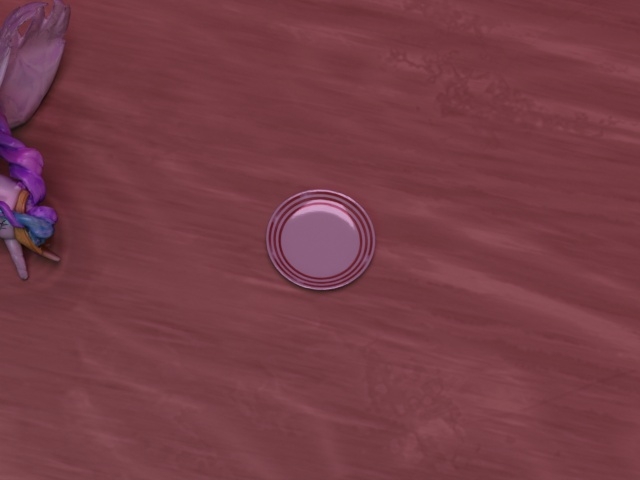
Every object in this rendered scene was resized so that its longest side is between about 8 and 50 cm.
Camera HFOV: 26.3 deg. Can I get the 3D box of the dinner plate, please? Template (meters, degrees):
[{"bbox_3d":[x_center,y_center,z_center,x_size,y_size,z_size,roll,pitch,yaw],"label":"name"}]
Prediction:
[{"bbox_3d":[0.000,0.000,1.774,0.141,0.017,0.141,1,68,-3],"label":"dinner plate"}]

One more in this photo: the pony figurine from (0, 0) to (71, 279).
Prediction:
[{"bbox_3d":[-0.462,-0.157,1.704,0.364,0.303,0.350,17,100,0],"label":"pony figurine"}]
